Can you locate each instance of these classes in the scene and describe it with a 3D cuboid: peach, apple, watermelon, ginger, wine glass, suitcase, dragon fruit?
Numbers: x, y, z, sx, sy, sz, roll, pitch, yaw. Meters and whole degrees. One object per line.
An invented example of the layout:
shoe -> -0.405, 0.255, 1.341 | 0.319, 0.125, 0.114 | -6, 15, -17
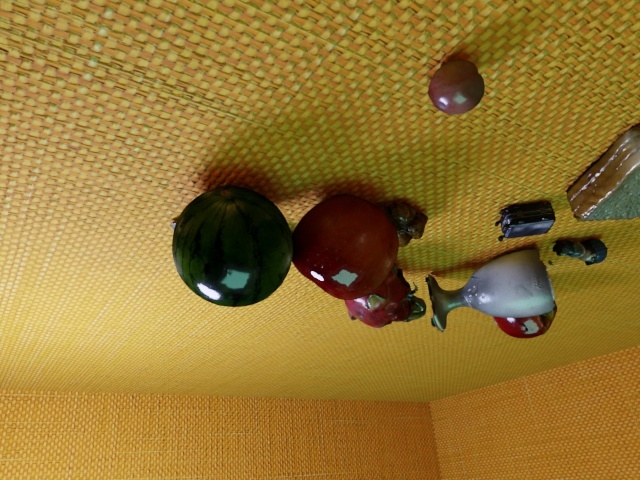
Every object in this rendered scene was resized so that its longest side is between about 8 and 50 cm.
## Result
peach -> 0.650, 0.229, 1.691 | 0.198, 0.197, 0.197 | -4, 153, -2
peach -> 0.205, -0.230, 0.789 | 0.083, 0.083, 0.083 | -4, 153, -2
apple -> 0.050, 0.017, 1.101 | 0.218, 0.201, 0.218 | 33, 164, 10
watermelon -> -0.172, 0.014, 1.028 | 0.243, 0.242, 0.242 | -4, 153, -2
ginger -> 0.189, -0.035, 1.182 | 0.103, 0.073, 0.162 | -19, 149, 23
wine glass -> 0.484, 0.143, 1.470 | 0.357, 0.190, 0.190 | -17, 151, 20
suitcase -> 0.486, -0.045, 1.233 | 0.126, 0.059, 0.086 | -7, 155, 4
dragon fruit -> 0.181, 0.137, 1.438 | 0.269, 0.198, 0.200 | -1, 110, -21

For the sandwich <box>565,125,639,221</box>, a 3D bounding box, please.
sandwich -> 0.695, -0.135, 1.058 | 0.274, 0.095, 0.249 | -1, 150, -7

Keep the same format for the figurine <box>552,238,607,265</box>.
figurine -> 0.710, 0.021, 1.417 | 0.136, 0.077, 0.079 | 19, 113, -13

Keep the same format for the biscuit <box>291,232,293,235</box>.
biscuit -> -0.161, 0.008, 1.244 | 0.184, 0.038, 0.174 | 16, 145, -34

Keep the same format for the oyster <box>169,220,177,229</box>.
oyster -> -0.288, -0.037, 1.153 | 0.083, 0.019, 0.054 | -13, 151, 19
